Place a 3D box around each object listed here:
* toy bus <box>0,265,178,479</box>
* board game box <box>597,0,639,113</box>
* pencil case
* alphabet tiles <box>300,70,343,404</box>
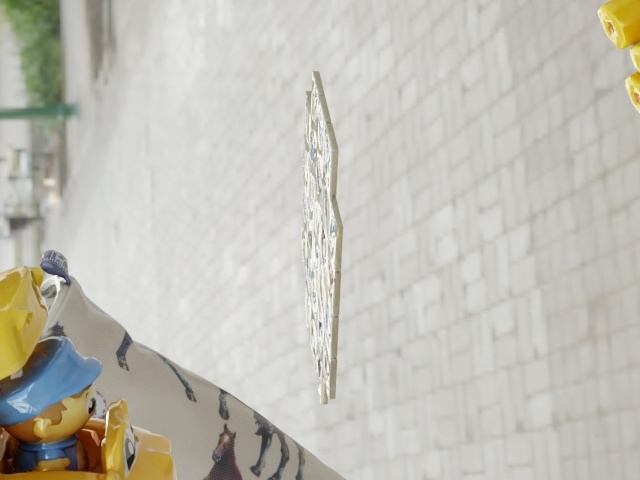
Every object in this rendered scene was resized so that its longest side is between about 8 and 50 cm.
[{"bbox_3d":[-0.160,0.071,0.580,0.149,0.220,0.211,-113,21,-75],"label":"toy bus"},{"bbox_3d":[0.300,0.055,0.686,0.390,0.050,0.390,67,166,-15],"label":"board game box"},{"bbox_3d":[-0.091,0.185,1.105,0.160,0.410,0.183,-42,20,30],"label":"pencil case"},{"bbox_3d":[0.000,0.000,1.639,0.285,0.011,0.342,-103,12,-55],"label":"alphabet tiles"}]
